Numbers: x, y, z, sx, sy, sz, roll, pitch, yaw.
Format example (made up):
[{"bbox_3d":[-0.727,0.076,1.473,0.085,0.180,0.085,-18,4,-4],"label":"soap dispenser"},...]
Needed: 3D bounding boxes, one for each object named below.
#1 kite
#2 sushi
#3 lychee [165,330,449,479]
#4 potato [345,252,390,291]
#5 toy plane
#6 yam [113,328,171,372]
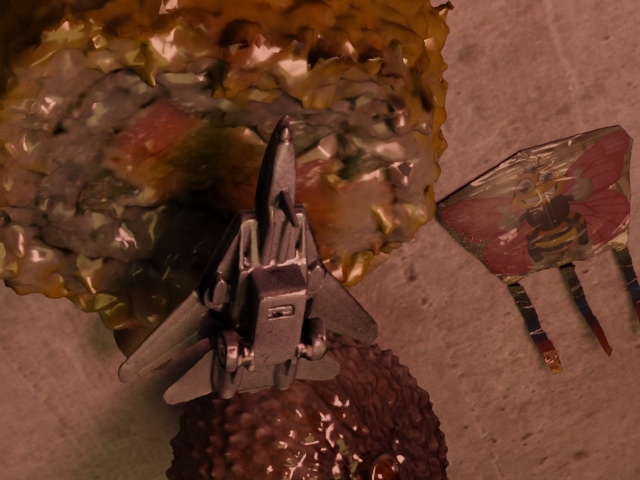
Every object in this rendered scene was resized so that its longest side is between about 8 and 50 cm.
[{"bbox_3d":[0.244,0.018,1.983,0.204,0.022,0.360,-22,138,3],"label":"kite"},{"bbox_3d":[-0.096,-0.107,1.507,0.396,0.240,0.351,4,137,-23],"label":"sushi"},{"bbox_3d":[-0.015,0.223,1.925,0.300,0.300,0.300,-12,142,-10],"label":"lychee"},{"bbox_3d":[-0.002,-0.001,1.820,0.122,0.061,0.086,17,132,-37],"label":"potato"},{"bbox_3d":[-0.035,0.023,1.426,0.212,0.088,0.267,-8,142,-18],"label":"toy plane"},{"bbox_3d":[-0.129,0.043,1.812,0.068,0.068,0.169,14,127,-36],"label":"yam"}]
